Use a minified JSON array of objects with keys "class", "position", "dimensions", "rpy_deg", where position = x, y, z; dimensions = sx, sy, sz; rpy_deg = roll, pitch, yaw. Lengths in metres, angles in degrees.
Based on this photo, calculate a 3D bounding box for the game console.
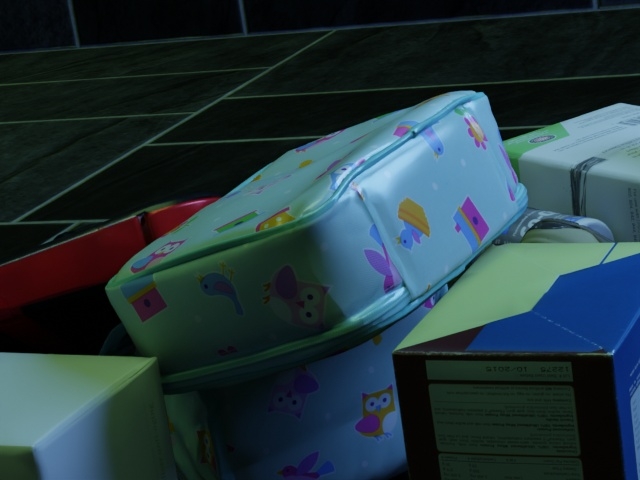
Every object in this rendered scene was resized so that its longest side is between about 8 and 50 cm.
[{"class":"game console","position":[-0.219,0.058,1.419],"dimensions":[0.342,0.060,0.386],"rpy_deg":[-16,-10,0]}]

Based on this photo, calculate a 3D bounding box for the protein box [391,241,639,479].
[{"class":"protein box","position":[0.153,0.126,1.082],"dimensions":[0.136,0.201,0.200],"rpy_deg":[-1,19,24]}]

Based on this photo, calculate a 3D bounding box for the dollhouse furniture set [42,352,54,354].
[{"class":"dollhouse furniture set","position":[-0.251,0.187,1.351],"dimensions":[0.161,0.101,0.182],"rpy_deg":[44,27,27]}]

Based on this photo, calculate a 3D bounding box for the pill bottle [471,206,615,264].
[{"class":"pill bottle","position":[0.211,0.008,1.658],"dimensions":[0.078,0.078,0.137],"rpy_deg":[-21,21,-35]}]

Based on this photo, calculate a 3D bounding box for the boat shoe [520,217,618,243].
[{"class":"boat shoe","position":[0.256,0.075,1.390],"dimensions":[0.120,0.122,0.324],"rpy_deg":[-48,28,-16]}]

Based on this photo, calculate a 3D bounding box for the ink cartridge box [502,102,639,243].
[{"class":"ink cartridge box","position":[0.329,-0.050,1.728],"dimensions":[0.198,0.115,0.273],"rpy_deg":[-18,19,-28]}]

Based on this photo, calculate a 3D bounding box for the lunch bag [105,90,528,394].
[{"class":"lunch bag","position":[0.000,0.000,1.163],"dimensions":[0.224,0.108,0.279],"rpy_deg":[-20,10,37]}]

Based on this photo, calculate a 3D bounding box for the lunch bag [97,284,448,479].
[{"class":"lunch bag","position":[-0.039,0.107,1.324],"dimensions":[0.223,0.160,0.262],"rpy_deg":[-21,15,-23]}]

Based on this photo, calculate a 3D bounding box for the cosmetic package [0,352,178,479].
[{"class":"cosmetic package","position":[-0.281,0.184,1.125],"dimensions":[0.365,0.197,0.155],"rpy_deg":[1,18,24]}]
